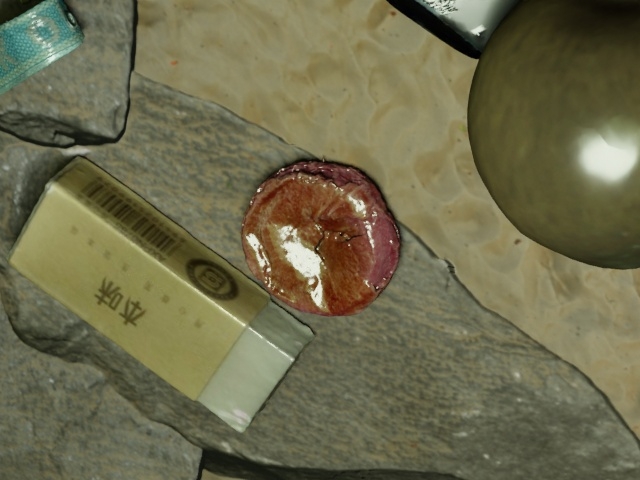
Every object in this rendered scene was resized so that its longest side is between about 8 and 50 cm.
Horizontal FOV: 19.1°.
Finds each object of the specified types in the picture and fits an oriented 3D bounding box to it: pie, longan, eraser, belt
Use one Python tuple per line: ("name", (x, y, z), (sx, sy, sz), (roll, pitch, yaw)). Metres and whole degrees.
("pie", (0.000, 0.000, 2.068), (0.182, 0.049, 0.182), (8, 112, 19))
("longan", (0.278, -0.119, 1.776), (0.300, 0.243, 0.300), (2, 98, 16))
("eraser", (-0.183, 0.063, 2.162), (0.343, 0.078, 0.144), (36, 124, 3))
("belt", (-0.388, -0.185, 2.123), (0.302, 0.087, 0.072), (-26, 106, 31))

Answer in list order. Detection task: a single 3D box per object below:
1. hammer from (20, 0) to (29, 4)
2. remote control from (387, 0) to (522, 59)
("hammer", (-0.351, -0.347, 2.065), (0.060, 0.028, 0.195), (4, 117, 28))
("remote control", (0.045, -0.324, 1.817), (0.398, 0.062, 0.144), (35, 115, -14))
